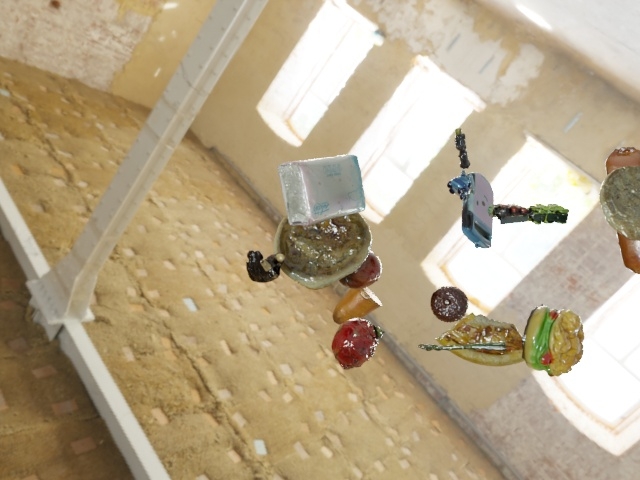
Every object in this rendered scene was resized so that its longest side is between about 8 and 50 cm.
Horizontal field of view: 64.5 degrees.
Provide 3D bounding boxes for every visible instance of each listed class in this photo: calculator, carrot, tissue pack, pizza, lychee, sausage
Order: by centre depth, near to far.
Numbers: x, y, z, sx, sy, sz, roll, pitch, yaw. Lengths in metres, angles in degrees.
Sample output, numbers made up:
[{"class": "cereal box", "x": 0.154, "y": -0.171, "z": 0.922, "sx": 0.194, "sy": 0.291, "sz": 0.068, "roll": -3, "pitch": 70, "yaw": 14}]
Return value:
[{"class": "sausage", "x": 0.839, "y": -0.079, "z": 1.360, "sx": 0.094, "sy": 0.097, "sz": 0.348, "roll": 16, "pitch": -112, "yaw": -61}, {"class": "tissue pack", "x": 0.012, "y": -0.163, "z": 1.599, "sx": 0.271, "sy": 0.124, "sz": 0.201, "roll": -16, "pitch": -84, "yaw": -42}, {"class": "lychee", "x": 0.410, "y": 0.198, "z": 1.608, "sx": 0.123, "sy": 0.123, "sz": 0.129, "roll": 43, "pitch": -154, "yaw": 16}, {"class": "calculator", "x": 0.556, "y": -0.104, "z": 1.790, "sx": 0.173, "sy": 0.051, "sz": 0.293, "roll": 32, "pitch": -121, "yaw": -38}, {"class": "pizza", "x": 0.609, "y": 0.367, "z": 1.859, "sx": 0.366, "sy": 0.182, "sz": 0.074, "roll": 12, "pitch": -176, "yaw": 7}, {"class": "carrot", "x": 0.146, "y": 0.302, "z": 2.322, "sx": 0.159, "sy": 0.225, "sz": 0.159, "roll": 49, "pitch": -170, "yaw": -12}]

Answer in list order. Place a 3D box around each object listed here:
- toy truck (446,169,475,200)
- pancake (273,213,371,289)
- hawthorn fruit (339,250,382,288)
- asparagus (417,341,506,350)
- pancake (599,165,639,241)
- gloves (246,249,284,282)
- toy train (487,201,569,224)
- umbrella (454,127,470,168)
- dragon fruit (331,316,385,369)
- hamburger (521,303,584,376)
[{"class": "toy truck", "x": 0.454, "y": -0.164, "z": 1.614, "sx": 0.063, "sy": 0.074, "sz": 0.136, "roll": 40, "pitch": 177, "yaw": 31}, {"class": "pancake", "x": 0.000, "y": 0.001, "z": 1.807, "sx": 0.356, "sy": 0.356, "sz": 0.065, "roll": 44, "pitch": 171, "yaw": 19}, {"class": "hawthorn fruit", "x": 0.155, "y": 0.104, "z": 1.943, "sx": 0.188, "sy": 0.169, "sz": 0.169, "roll": -12, "pitch": -132, "yaw": -38}, {"class": "asparagus", "x": 0.376, "y": 0.286, "z": 1.360, "sx": 0.022, "sy": 0.233, "sz": 0.023, "roll": -55, "pitch": -47, "yaw": -55}, {"class": "pancake", "x": 0.568, "y": -0.064, "z": 0.896, "sx": 0.151, "sy": 0.151, "sz": 0.025, "roll": 43, "pitch": 165, "yaw": 16}, {"class": "gloves", "x": -0.182, "y": 0.089, "z": 1.657, "sx": 0.129, "sy": 0.106, "sz": 0.180, "roll": 7, "pitch": 178, "yaw": 2}, {"class": "toy train", "x": 0.575, "y": -0.075, "z": 1.406, "sx": 0.250, "sy": 0.053, "sz": 0.085, "roll": 0, "pitch": -160, "yaw": -20}, {"class": "umbrella", "x": 0.467, "y": -0.305, "z": 1.677, "sx": 0.040, "sy": 0.037, "sz": 0.143, "roll": 31, "pitch": 147, "yaw": 55}, {"class": "dragon fruit", "x": 0.128, "y": 0.378, "z": 1.882, "sx": 0.172, "sy": 0.209, "sz": 0.172, "roll": 41, "pitch": 179, "yaw": 1}, {"class": "hamburger", "x": 0.758, "y": 0.328, "z": 1.624, "sx": 0.149, "sy": 0.237, "sz": 0.237, "roll": 8, "pitch": 174, "yaw": 42}]
